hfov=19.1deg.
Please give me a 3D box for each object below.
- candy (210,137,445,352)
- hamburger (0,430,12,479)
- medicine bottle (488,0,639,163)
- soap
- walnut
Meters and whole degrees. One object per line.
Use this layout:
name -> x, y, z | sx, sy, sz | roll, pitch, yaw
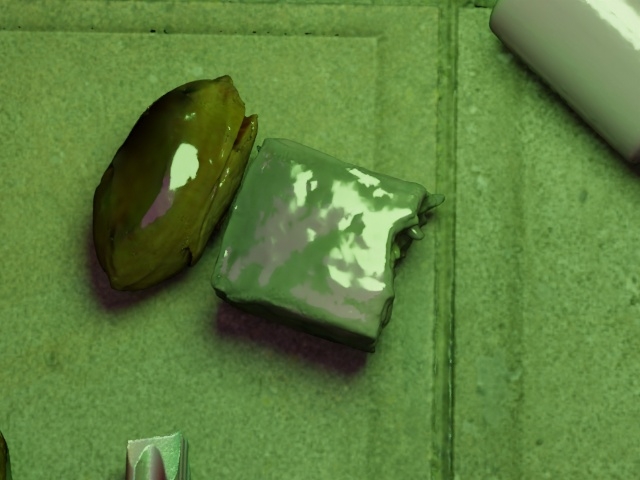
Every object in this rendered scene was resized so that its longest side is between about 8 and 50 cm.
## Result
candy -> 0.000, 0.000, 1.863 | 0.195, 0.137, 0.184 | 19, 79, 8
hamburger -> -0.355, 0.253, 1.808 | 0.113, 0.177, 0.185 | -3, 35, 1
medicine bottle -> 0.324, -0.178, 1.870 | 0.291, 0.178, 0.178 | 44, 82, 9
soap -> -0.157, 0.259, 1.828 | 0.056, 0.100, 0.149 | 0, 79, 2
walnut -> -0.147, -0.060, 1.880 | 0.137, 0.137, 0.245 | 20, 79, 6
